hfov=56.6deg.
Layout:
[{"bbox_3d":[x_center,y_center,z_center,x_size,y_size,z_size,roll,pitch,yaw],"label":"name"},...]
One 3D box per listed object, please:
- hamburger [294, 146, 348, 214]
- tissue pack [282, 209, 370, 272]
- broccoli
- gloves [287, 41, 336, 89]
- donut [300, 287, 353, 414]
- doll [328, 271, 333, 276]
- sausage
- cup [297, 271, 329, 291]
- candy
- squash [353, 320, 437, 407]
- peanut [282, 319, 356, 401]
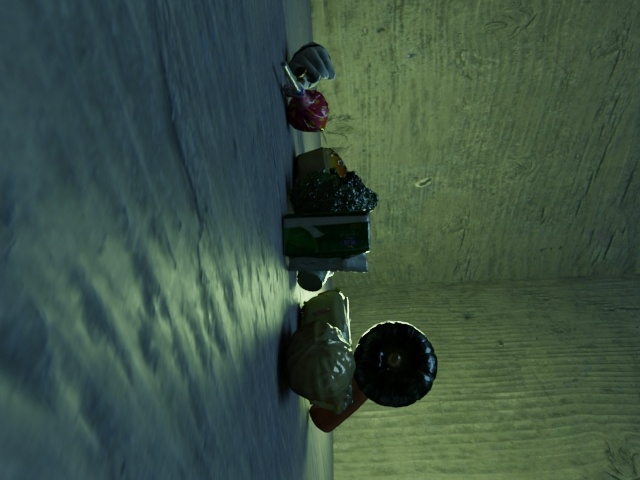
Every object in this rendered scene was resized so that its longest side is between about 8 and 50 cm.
[{"bbox_3d":[0.013,-0.141,1.841,0.300,0.176,0.300,-4,90,-86],"label":"hamburger"},{"bbox_3d":[0.019,0.004,1.470,0.148,0.208,0.156,-28,116,-87],"label":"tissue pack"},{"bbox_3d":[0.040,-0.115,1.615,0.176,0.226,0.198,46,-28,17],"label":"broccoli"},{"bbox_3d":[-0.036,-0.504,1.723,0.131,0.140,0.218,68,19,-6],"label":"gloves"},{"bbox_3d":[0.019,0.308,1.771,0.371,0.150,0.308,-88,176,-67],"label":"donut"},{"bbox_3d":[0.000,0.000,2.035,0.119,0.138,0.293,-16,104,-45],"label":"doll"},{"bbox_3d":[0.081,0.491,1.882,0.113,0.259,0.113,41,14,-13],"label":"sausage"},{"bbox_3d":[-0.019,0.078,1.751,0.141,0.120,0.120,-70,162,-45],"label":"cup"},{"bbox_3d":[-0.054,-0.378,1.540,0.365,0.124,0.124,34,53,-78],"label":"candy"},{"bbox_3d":[0.220,0.363,1.751,0.165,0.252,0.252,75,13,-76],"label":"squash"},{"bbox_3d":[-0.006,0.276,1.355,0.174,0.158,0.340,58,-7,9],"label":"peanut"}]
